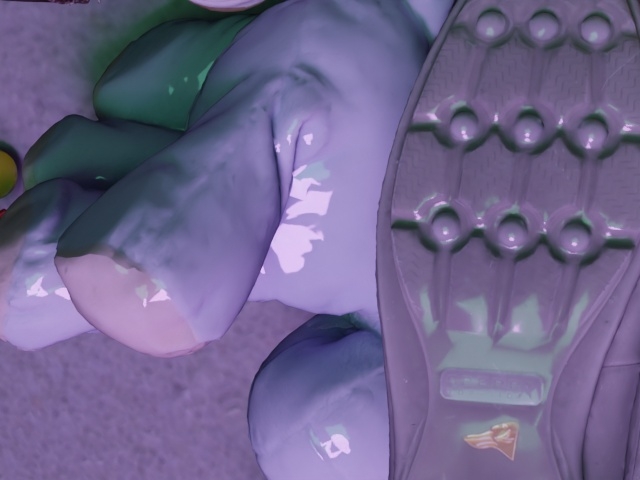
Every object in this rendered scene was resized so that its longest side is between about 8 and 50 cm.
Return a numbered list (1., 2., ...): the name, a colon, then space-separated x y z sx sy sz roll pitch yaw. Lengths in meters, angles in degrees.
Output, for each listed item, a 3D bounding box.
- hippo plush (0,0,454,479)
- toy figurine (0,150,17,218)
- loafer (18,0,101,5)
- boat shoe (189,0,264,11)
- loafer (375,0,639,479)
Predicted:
1. hippo plush: 0.000 0.000 0.598 0.294 0.234 0.236 -46 118 -12
2. toy figurine: -0.385 -0.037 0.688 0.362 0.191 0.217 40 123 -1
3. loafer: -0.087 -0.265 0.539 0.130 0.134 0.366 18 122 -38
4. boat shoe: 0.021 -0.217 0.481 0.098 0.096 0.277 36 95 3
5. loafer: 0.078 0.045 0.464 0.112 0.111 0.320 8 88 14
